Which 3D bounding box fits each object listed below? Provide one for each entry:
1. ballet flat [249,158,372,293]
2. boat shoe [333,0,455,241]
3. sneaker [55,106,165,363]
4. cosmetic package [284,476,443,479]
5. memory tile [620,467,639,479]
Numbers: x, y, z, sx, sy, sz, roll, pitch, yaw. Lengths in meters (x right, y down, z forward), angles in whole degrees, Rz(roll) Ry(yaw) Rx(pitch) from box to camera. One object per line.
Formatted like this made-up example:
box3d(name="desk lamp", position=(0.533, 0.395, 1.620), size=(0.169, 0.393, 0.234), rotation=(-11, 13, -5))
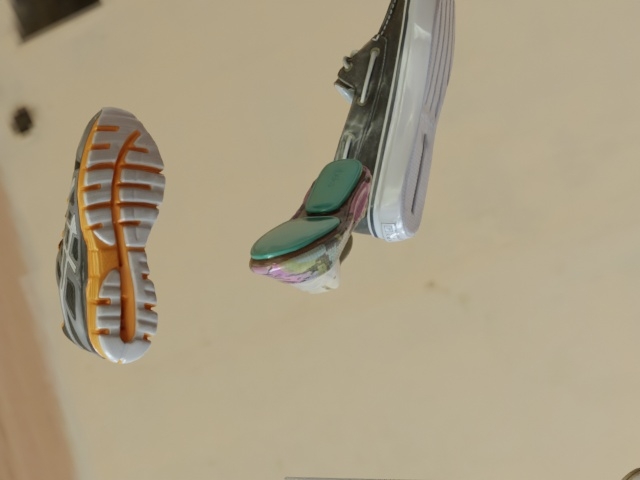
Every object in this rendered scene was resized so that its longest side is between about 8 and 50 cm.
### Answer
box3d(name="ballet flat", position=(0.000, 0.000, 1.785), size=(0.221, 0.077, 0.079), rotation=(-54, -44, -57))
box3d(name="boat shoe", position=(0.069, -0.167, 2.101), size=(0.121, 0.119, 0.335), rotation=(51, -131, -67))
box3d(name="sneaker", position=(-0.187, -0.005, 1.617), size=(0.084, 0.083, 0.215), rotation=(6, -94, -40))
box3d(name="cosmetic package", position=(0.092, 0.411, 1.766), size=(0.097, 0.284, 0.377), rotation=(51, -139, -63))
box3d(name="memory tile", position=(0.267, 0.245, 1.638), size=(0.113, 0.148, 0.012), rotation=(-7, -140, -43))
